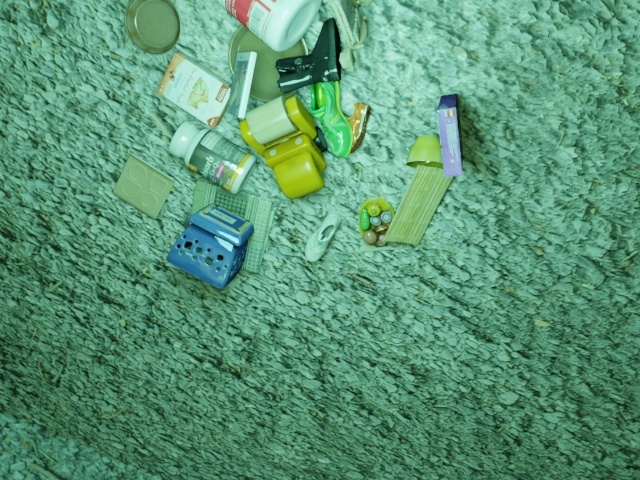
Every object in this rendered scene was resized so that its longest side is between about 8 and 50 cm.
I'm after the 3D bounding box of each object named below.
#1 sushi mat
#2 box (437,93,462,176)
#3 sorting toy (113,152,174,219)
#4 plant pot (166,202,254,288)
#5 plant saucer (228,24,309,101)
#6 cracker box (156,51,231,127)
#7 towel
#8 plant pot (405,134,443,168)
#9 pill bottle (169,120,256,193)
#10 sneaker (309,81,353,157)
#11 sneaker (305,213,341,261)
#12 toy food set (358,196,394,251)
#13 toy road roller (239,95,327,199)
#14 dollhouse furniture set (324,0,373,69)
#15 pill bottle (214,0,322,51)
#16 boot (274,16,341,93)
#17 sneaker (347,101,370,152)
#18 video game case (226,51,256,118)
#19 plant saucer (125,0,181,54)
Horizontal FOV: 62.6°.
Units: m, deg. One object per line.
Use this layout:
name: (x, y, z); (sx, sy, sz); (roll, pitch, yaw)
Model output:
sushi mat: (0.342, -0.119, 1.844); (0.151, 0.019, 0.317); (9, 122, -22)
box: (0.408, -0.336, 1.643); (0.057, 0.293, 0.201); (-5, 112, 17)
sorting toy: (-0.674, -0.207, 2.013); (0.193, 0.038, 0.208); (32, 118, -4)
plant pot: (-0.380, 0.005, 1.899); (0.236, 0.236, 0.212); (27, 108, 0)
plant saucer: (-0.172, -0.607, 1.765); (0.277, 0.041, 0.278); (4, 112, 9)
cracker box: (-0.427, -0.522, 1.826); (0.232, 0.067, 0.156); (32, 113, -5)
towel: (-0.346, -0.058, 2.017); (0.312, 0.056, 0.324); (18, 116, 5)
plant pot: (0.358, -0.299, 1.767); (0.134, 0.134, 0.095); (5, 87, 7)
pill bottle: (-0.379, -0.295, 1.858); (0.278, 0.162, 0.162); (29, 113, -3)
sneaker: (0.019, -0.414, 1.756); (0.109, 0.123, 0.296); (-4, 109, 45)
sneaker: (0.000, 0.000, 1.953); (0.080, 0.094, 0.212); (28, 114, -4)
toy food set: (0.201, -0.044, 1.915); (0.128, 0.071, 0.218); (3, 112, 8)
toy road roller: (-0.097, -0.287, 1.726); (0.202, 0.329, 0.241); (-21, 63, 16)
dollhouse furniture set: (0.110, -0.731, 1.485); (0.173, 0.356, 0.303); (-6, 151, 21)
pill bottle: (-0.213, -0.784, 1.585); (0.407, 0.229, 0.229); (41, 112, 2)
boot: (-0.042, -0.587, 1.667); (0.207, 0.094, 0.247); (-6, 66, 15)
sneaker: (0.120, -0.386, 1.805); (0.067, 0.064, 0.175); (23, 110, 21)
video game case: (-0.257, -0.501, 1.691); (0.023, 0.183, 0.201); (7, 104, -25)
plant saucer: (-0.560, -0.732, 1.779); (0.198, 0.036, 0.199); (3, 111, 8)
